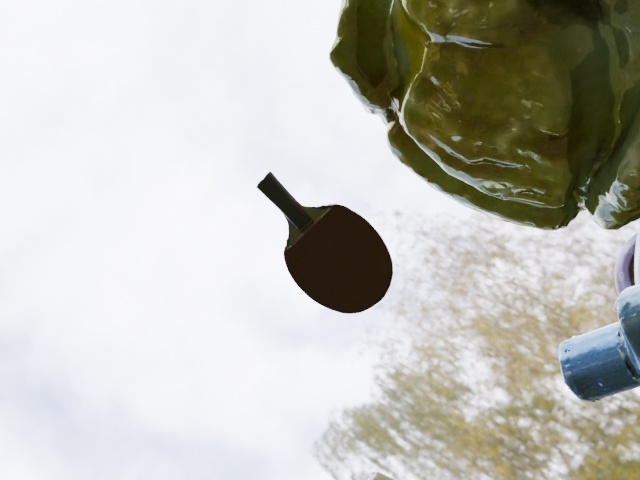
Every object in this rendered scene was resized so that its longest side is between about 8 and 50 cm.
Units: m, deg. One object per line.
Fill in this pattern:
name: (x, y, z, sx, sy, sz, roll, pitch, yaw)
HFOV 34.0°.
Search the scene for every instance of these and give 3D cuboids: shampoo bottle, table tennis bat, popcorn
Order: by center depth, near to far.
popcorn: (0.152, -0.146, 0.666, 0.276, 0.226, 0.276, -48, -34, -47)
shampoo bottle: (0.284, 0.057, 0.727, 0.104, 0.258, 0.061, 47, -137, -17)
table tennis bat: (0.000, 0.000, 1.356, 0.130, 0.019, 0.220, -43, -90, 18)

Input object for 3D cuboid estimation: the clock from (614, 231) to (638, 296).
clock: (0.546, 0.069, 1.605, 0.064, 0.198, 0.172, 19, -102, -35)

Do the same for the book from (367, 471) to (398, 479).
book: (0.116, 0.417, 0.929, 0.039, 0.300, 0.428, -54, -14, -56)

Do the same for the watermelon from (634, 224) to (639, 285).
watermelon: (0.420, -0.027, 1.018, 0.331, 0.331, 0.189, -45, -84, -16)
